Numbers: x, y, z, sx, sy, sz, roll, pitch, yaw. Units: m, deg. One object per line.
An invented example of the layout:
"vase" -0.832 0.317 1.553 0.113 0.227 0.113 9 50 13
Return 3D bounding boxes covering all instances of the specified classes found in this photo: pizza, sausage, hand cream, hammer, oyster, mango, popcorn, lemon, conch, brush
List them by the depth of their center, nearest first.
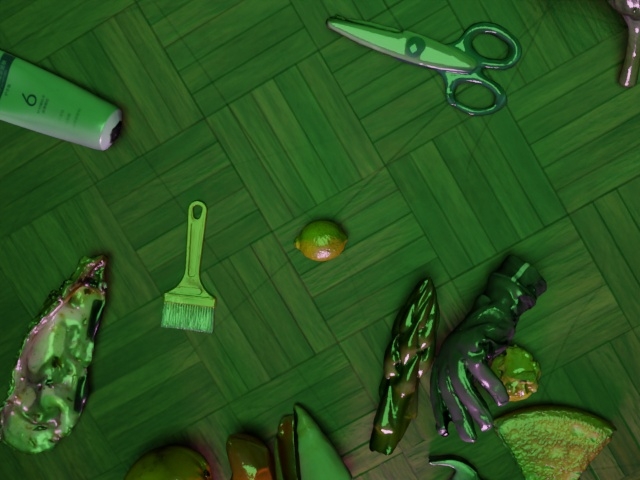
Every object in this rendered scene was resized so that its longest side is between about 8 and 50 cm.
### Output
"lemon" 0.000 0.000 1.731 0.083 0.062 0.062 -7 98 3
"hand cream" -0.448 -0.221 1.745 0.321 0.067 0.109 22 100 8
"popcorn" 0.302 0.206 1.745 0.084 0.084 0.084 1 98 4
"pizza" 0.364 0.334 1.765 0.185 0.036 0.176 -8 99 3
"conch" -0.017 0.344 1.765 0.104 0.094 0.176 -26 93 27
"brush" -0.197 0.039 1.776 0.083 0.011 0.205 6 98 4
"sausage" -0.101 0.379 1.781 0.089 0.089 0.179 -9 103 5
"oyster" -0.403 0.174 1.785 0.129 0.078 0.344 19 98 -20
"mango" -0.248 0.414 1.789 0.145 0.112 0.219 32 112 1
"hammer" 0.146 0.432 1.800 0.103 0.029 0.246 44 100 -3

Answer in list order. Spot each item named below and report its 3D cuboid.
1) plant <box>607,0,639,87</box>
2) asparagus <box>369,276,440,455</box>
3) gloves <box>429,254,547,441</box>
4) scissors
"plant" 0.430 -0.356 1.550 0.306 0.261 0.296 11 99 14
"asparagus" 0.132 0.186 1.743 0.080 0.080 0.287 12 107 2
"gloves" 0.239 0.159 1.706 0.119 0.142 0.285 21 81 4
"scissors" 0.146 -0.279 1.690 0.289 0.041 0.138 17 98 -2
